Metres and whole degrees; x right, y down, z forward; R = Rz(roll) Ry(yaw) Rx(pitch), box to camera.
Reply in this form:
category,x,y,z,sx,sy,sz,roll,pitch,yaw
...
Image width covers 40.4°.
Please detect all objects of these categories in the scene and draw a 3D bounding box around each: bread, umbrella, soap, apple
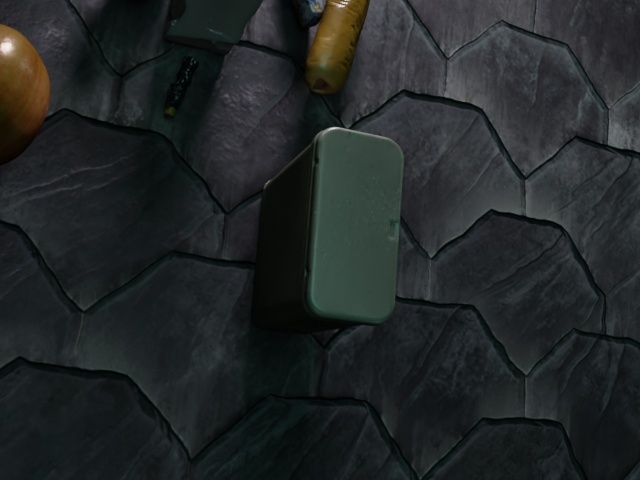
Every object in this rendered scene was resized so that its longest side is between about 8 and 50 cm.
category,x,y,z,sx,sy,sz,roll,pitch,yaw
bread,0.045,-0.467,1.930,0.091,0.142,0.305,11,73,16
umbrella,-0.293,-0.321,1.813,0.040,0.037,0.144,24,69,-16
soap,-0.180,-0.541,1.771,0.158,0.302,0.258,20,72,-26
apple,-0.620,-0.266,1.573,0.242,0.242,0.241,28,58,-16

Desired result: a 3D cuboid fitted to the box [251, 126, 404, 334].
category,x,y,z,sx,sy,sz,roll,pitch,yaw
box,0.000,0.000,1.702,0.177,0.344,0.352,9,76,-22

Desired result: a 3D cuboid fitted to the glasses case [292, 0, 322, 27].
category,x,y,z,sx,sy,sz,roll,pitch,yaw
glasses case,-0.040,-0.602,1.951,0.065,0.087,0.248,-8,81,-19
